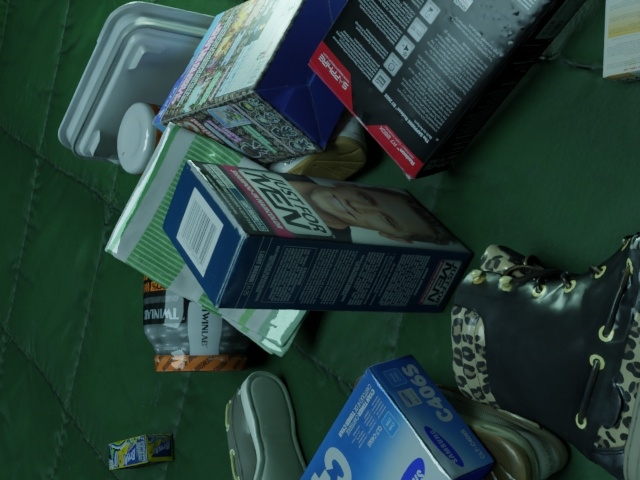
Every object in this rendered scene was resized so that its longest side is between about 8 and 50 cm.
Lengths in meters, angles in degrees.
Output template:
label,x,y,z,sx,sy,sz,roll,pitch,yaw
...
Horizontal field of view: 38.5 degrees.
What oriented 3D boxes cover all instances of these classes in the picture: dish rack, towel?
label,x,y,z,sx,sy,sz,roll,pitch,yaw
dish rack,-0.275,-0.245,1.599,0.333,0.285,0.072,-53,51,36
towel,-0.139,-0.002,1.386,0.325,0.038,0.248,30,102,4

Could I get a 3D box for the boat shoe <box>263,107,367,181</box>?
label,x,y,z,sx,sy,sz,roll,pitch,yaw
boat shoe,-0.021,-0.121,1.413,0.277,0.098,0.096,-26,46,46

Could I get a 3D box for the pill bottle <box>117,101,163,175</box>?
label,x,y,z,sx,sy,sz,roll,pitch,yaw
pill bottle,-0.223,-0.160,1.568,0.121,0.221,0.121,-10,77,52

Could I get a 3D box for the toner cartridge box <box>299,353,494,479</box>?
label,x,y,z,sx,sy,sz,roll,pitch,yaw
toner cartridge box,0.060,0.317,1.118,0.165,0.075,0.348,51,133,31

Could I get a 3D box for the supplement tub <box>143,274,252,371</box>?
label,x,y,z,sx,sy,sz,roll,pitch,yaw
supplement tub,-0.198,0.060,1.531,0.193,0.193,0.316,-13,75,52

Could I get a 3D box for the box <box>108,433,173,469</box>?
label,x,y,z,sx,sy,sz,roll,pitch,yaw
box,-0.355,0.416,1.802,0.169,0.059,0.054,-24,66,49

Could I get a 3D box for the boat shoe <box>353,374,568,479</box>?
label,x,y,z,sx,sy,sz,roll,pitch,yaw
boat shoe,0.159,0.229,1.121,0.302,0.098,0.109,11,108,51

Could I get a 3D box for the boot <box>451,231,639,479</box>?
label,x,y,z,sx,sy,sz,roll,pitch,yaw
boot,0.282,0.046,0.954,0.284,0.138,0.377,16,103,53

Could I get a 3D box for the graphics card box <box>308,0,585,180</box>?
label,x,y,z,sx,sy,sz,roll,pitch,yaw
graphics card box,0.163,-0.284,1.127,0.233,0.094,0.371,51,129,20

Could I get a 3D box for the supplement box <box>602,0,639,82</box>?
label,x,y,z,sx,sy,sz,roll,pitch,yaw
supplement box,0.341,-0.224,0.984,0.062,0.036,0.098,0,85,53

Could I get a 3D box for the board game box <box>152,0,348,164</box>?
label,x,y,z,sx,sy,sz,roll,pitch,yaw
board game box,-0.083,-0.246,1.388,0.291,0.141,0.232,-4,54,53

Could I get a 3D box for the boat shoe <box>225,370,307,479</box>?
label,x,y,z,sx,sy,sz,roll,pitch,yaw
boat shoe,-0.084,0.358,1.418,0.091,0.109,0.305,-44,47,42

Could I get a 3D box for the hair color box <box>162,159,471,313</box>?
label,x,y,z,sx,sy,sz,roll,pitch,yaw
hair color box,0.000,0.000,1.147,0.174,0.347,0.105,49,124,44
